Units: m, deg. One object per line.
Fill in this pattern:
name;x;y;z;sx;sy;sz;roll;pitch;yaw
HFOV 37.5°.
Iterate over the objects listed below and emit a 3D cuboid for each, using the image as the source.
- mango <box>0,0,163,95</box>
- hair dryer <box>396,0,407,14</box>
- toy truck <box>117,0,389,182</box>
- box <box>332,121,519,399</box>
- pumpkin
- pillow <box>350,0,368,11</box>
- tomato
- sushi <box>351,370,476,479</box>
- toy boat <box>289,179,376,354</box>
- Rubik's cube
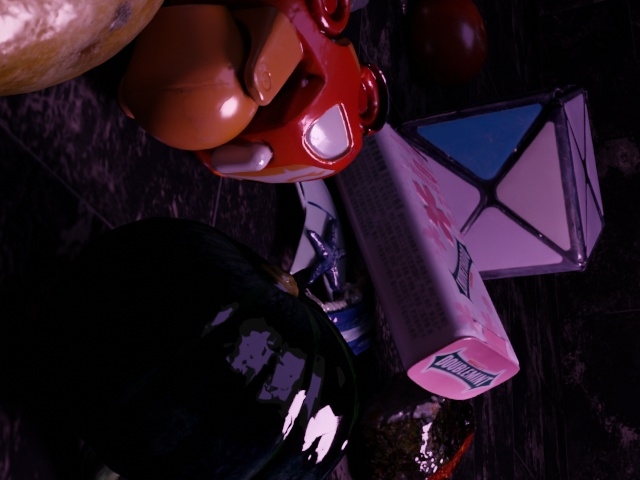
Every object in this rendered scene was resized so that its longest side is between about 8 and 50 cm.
mango;-0.214;-0.187;0.610;0.329;0.176;0.176;-36;93;-46
hair dryer;0.121;-0.571;1.682;0.189;0.107;0.344;-71;153;-53
toy truck;-0.071;-0.136;0.903;0.265;0.189;0.239;63;38;-37
box;0.126;0.017;1.257;0.190;0.112;0.369;36;28;-51
pumpkin;-0.107;0.113;0.703;0.248;0.248;0.248;-9;90;-68
pillow;-0.034;-0.331;1.138;0.161;0.092;0.335;44;27;4
tomato;0.250;-0.396;1.837;0.195;0.136;0.195;-10;90;-68
sushi;0.125;0.252;1.281;0.225;0.136;0.126;-36;112;-58
toy boat;-0.003;0.021;1.155;0.210;0.070;0.291;-75;144;-55
Rubik's cube;0.328;-0.109;1.710;0.307;0.305;0.310;-29;111;-64
